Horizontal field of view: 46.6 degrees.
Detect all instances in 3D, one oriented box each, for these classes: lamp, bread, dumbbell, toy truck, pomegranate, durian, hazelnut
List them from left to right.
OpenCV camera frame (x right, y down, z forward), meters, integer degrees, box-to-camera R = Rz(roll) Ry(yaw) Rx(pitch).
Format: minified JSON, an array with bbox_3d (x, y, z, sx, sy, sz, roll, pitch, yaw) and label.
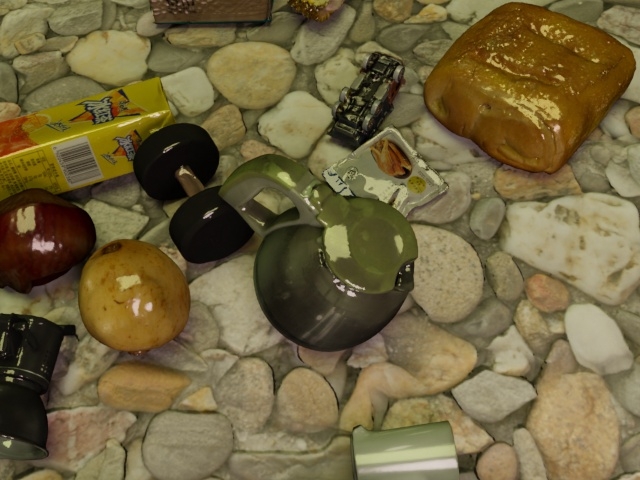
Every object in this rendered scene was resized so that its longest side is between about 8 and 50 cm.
[{"bbox_3d":[-0.462,0.200,1.126,0.147,0.172,0.227,1,60,6],"label":"lamp"},{"bbox_3d":[-0.496,-0.003,1.276,0.202,0.160,0.170,-14,33,40],"label":"hazelnut"},{"bbox_3d":[-0.295,0.100,1.178,0.196,0.196,0.196,-2,58,3],"label":"pomegranate"},{"bbox_3d":[-0.218,-0.082,1.296,0.153,0.152,0.218,-27,61,-13],"label":"dumbbell"},{"bbox_3d":[0.016,-0.539,1.616,0.140,0.078,0.224,28,52,33],"label":"durian"},{"bbox_3d":[0.090,-0.267,1.431,0.083,0.092,0.192,26,71,18],"label":"toy truck"},{"bbox_3d":[0.388,-0.313,1.405,0.328,0.148,0.337,37,66,23],"label":"bread"}]

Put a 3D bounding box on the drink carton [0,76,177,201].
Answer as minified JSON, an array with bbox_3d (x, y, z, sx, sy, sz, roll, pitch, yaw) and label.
[{"bbox_3d":[-0.443,-0.185,1.378,0.351,0.111,0.154,-19,40,-8],"label":"drink carton"}]

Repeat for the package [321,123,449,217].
[{"bbox_3d":[0.118,-0.110,1.357,0.173,0.027,0.171,-36,72,-13],"label":"package"}]

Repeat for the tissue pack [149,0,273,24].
[{"bbox_3d":[-0.232,-0.576,1.615,0.271,0.134,0.192,0,57,3],"label":"tissue pack"}]

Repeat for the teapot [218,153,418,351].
[{"bbox_3d":[0.021,-0.004,1.131,0.240,0.239,0.321,-21,80,-26],"label":"teapot"}]

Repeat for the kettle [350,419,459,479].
[{"bbox_3d":[0.119,0.326,1.066,0.148,0.126,0.098,-7,26,2],"label":"kettle"}]
